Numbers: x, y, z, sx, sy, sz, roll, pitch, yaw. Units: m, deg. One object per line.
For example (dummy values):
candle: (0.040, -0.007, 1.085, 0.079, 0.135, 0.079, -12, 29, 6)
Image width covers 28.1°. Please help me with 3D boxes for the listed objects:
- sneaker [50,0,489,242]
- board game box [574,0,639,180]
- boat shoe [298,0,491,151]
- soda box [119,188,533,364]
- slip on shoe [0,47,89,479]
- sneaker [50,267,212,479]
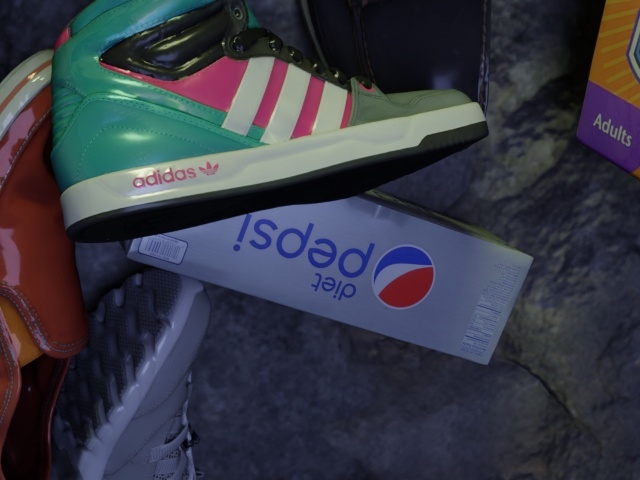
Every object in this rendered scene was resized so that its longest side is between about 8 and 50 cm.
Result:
sneaker: (-0.039, -0.111, 0.799, 0.295, 0.124, 0.178, -12, 82, -32)
board game box: (0.439, -0.170, 0.803, 0.356, 0.356, 0.357, -6, 118, -26)
boat shoe: (0.050, -0.216, 0.849, 0.132, 0.130, 0.355, -19, 111, -11)
soda box: (0.000, 0.000, 0.916, 0.286, 0.098, 0.091, 18, 99, -22)
slip on shoe: (-0.196, 0.036, 0.844, 0.101, 0.123, 0.331, 18, 106, 9)
sneaker: (-0.133, 0.144, 0.929, 0.115, 0.105, 0.281, 11, 115, -32)
